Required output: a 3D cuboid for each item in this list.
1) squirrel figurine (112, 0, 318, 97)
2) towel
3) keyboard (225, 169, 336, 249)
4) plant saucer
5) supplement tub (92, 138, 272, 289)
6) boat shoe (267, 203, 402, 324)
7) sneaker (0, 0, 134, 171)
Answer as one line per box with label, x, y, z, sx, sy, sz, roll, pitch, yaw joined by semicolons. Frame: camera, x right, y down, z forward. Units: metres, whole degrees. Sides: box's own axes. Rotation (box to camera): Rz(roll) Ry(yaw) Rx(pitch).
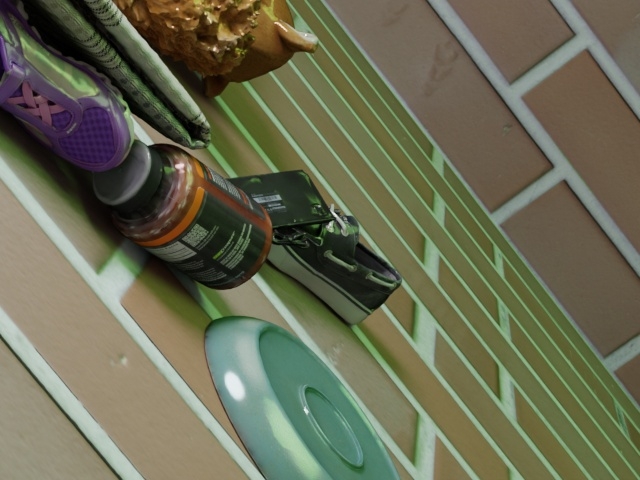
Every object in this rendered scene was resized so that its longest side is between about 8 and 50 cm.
squirrel figurine;-0.174;-0.339;2.158;0.370;0.281;0.397;59;23;-27
towel;-0.265;-0.242;1.641;0.324;0.056;0.312;47;-7;-34
keyboard;-0.059;-0.030;1.960;0.180;0.023;0.108;-10;60;-44
plant saucer;-0.001;0.198;1.687;0.317;0.043;0.317;49;13;-15
supplement tub;-0.139;-0.030;1.650;0.198;0.106;0.106;37;21;-50
boat shoe;0.000;0.000;2.082;0.301;0.102;0.108;42;17;-40
sneaker;-0.275;-0.146;1.528;0.236;0.095;0.104;45;19;-11
